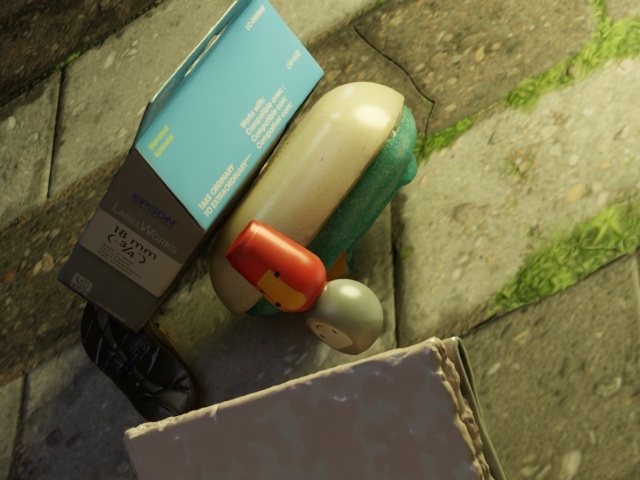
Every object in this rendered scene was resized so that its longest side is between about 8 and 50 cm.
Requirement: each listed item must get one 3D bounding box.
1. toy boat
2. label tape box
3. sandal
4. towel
[{"bbox_3d":[0.000,0.000,1.841,0.267,0.148,0.318,-51,8,20],"label":"toy boat"},{"bbox_3d":[-0.110,-0.087,1.919,0.240,0.106,0.334,-55,1,-36],"label":"label tape box"},{"bbox_3d":[-0.176,0.113,2.029,0.090,0.060,0.219,-51,49,8],"label":"sandal"},{"bbox_3d":[0.021,0.262,1.513,0.317,0.053,0.332,-20,86,32],"label":"towel"}]
